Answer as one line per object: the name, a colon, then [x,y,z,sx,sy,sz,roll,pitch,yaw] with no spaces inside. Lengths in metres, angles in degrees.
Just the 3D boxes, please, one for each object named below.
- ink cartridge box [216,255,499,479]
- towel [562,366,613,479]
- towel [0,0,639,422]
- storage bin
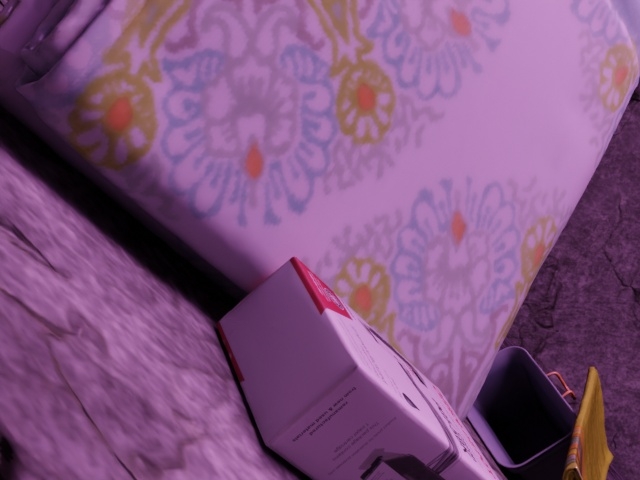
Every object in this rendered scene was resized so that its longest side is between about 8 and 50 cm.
ink cartridge box: [0.022,0.085,0.535,0.135,0.056,0.099,44,8,-35]
towel: [0.240,0.198,0.963,0.237,0.021,0.102,-38,123,-67]
towel: [0.032,-0.102,0.617,0.090,0.320,0.374,14,-23,51]
storage bin: [0.206,0.181,1.057,0.091,0.098,0.135,57,1,-37]
